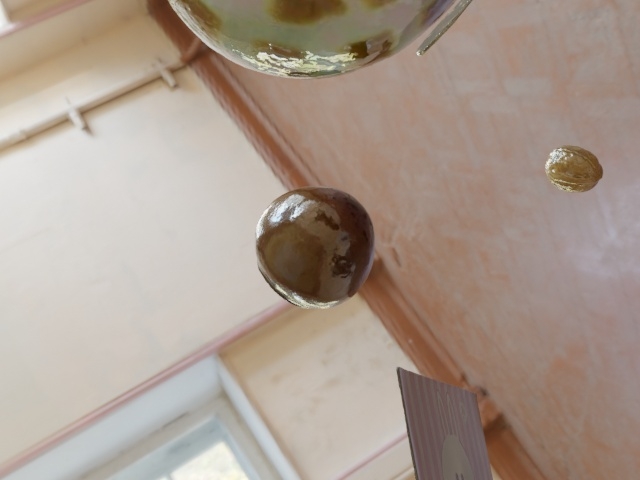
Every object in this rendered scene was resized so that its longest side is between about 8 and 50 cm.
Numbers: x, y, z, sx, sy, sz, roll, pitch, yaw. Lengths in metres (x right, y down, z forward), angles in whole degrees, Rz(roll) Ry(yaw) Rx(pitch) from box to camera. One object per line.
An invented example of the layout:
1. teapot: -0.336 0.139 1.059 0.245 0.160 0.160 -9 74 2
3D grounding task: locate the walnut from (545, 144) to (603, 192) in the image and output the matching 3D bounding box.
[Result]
1. walnut: 0.529 -0.149 1.852 0.124 0.105 0.105 26 145 30

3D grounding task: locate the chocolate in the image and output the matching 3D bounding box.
1. chocolate: 0.000 0.000 1.172 0.177 0.176 0.177 52 160 27

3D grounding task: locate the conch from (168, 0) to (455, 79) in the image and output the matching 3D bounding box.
1. conch: -0.007 -0.238 0.692 0.368 0.249 0.197 -98 5 -52

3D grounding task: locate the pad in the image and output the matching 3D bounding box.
1. pad: 0.152 0.252 0.975 0.299 0.005 0.202 31 -134 -61

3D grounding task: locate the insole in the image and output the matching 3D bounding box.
1. insole: 0.284 -0.471 1.819 0.011 0.248 0.081 41 -175 -15
